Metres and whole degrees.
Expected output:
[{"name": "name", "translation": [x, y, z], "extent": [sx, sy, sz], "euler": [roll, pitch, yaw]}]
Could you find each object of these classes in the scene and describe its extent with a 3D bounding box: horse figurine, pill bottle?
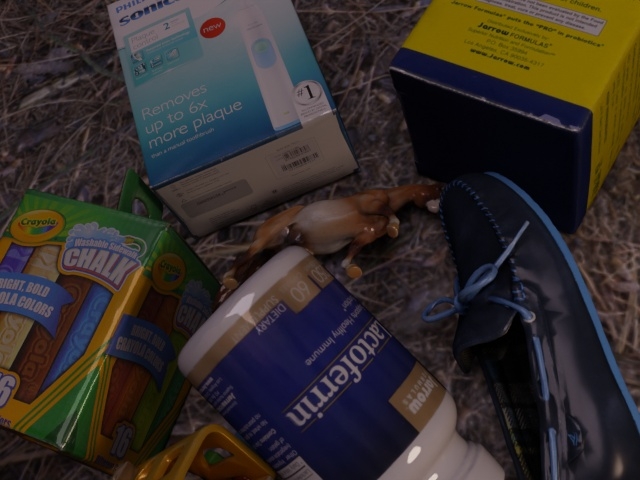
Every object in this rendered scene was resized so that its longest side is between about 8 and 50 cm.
[{"name": "horse figurine", "translation": [0.000, 0.000, 0.846], "extent": [0.263, 0.066, 0.174], "euler": [-20, 19, 17]}, {"name": "pill bottle", "translation": [0.019, 0.145, 0.698], "extent": [0.264, 0.153, 0.153], "euler": [45, 80, 3]}]

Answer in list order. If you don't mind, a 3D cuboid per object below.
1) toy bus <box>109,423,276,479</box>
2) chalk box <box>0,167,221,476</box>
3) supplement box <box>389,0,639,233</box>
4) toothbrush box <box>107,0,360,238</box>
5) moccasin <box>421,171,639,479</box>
[{"name": "toy bus", "translation": [-0.137, 0.236, 0.705], "extent": [0.104, 0.191, 0.202], "euler": [45, 79, -14]}, {"name": "chalk box", "translation": [-0.222, 0.071, 0.832], "extent": [0.179, 0.180, 0.289], "euler": [14, 69, 22]}, {"name": "supplement box", "translation": [0.252, -0.224, 0.842], "extent": [0.195, 0.194, 0.357], "euler": [26, 72, 26]}, {"name": "toothbrush box", "translation": [-0.107, -0.184, 0.965], "extent": [0.216, 0.126, 0.296], "euler": [-21, 58, 4]}, {"name": "moccasin", "translation": [0.174, 0.080, 0.726], "extent": [0.116, 0.138, 0.342], "euler": [-12, 57, -16]}]
